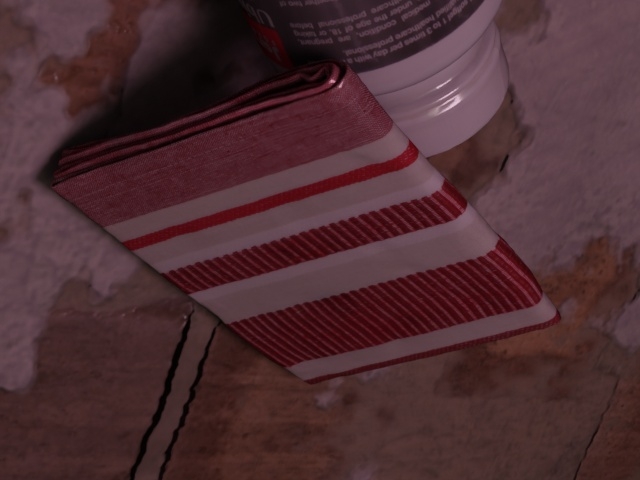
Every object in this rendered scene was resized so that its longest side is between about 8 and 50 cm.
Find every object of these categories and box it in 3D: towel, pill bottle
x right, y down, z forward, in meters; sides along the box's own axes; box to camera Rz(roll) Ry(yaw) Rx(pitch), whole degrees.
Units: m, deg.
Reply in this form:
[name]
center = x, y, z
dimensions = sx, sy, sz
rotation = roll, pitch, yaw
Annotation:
[towel]
center = 0.000, 0.000, 1.112
dimensions = 0.237, 0.037, 0.329
rotation = -15, 143, 28
[pill bottle]
center = 0.018, -0.205, 0.995
dimensions = 0.176, 0.176, 0.318
rotation = -38, 133, -11
